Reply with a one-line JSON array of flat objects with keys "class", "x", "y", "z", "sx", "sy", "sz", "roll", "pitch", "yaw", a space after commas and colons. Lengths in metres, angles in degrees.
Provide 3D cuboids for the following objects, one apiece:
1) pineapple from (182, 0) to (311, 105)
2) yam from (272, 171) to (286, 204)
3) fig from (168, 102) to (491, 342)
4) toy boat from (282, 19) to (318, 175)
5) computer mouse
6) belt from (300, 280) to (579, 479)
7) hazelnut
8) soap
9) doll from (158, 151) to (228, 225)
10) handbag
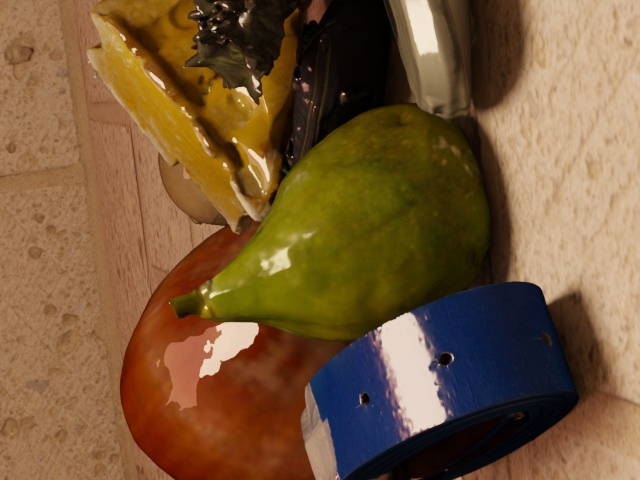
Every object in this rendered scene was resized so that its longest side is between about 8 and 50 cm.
[{"class": "pineapple", "x": -0.051, "y": -0.297, "z": 1.460, "sx": 0.202, "sy": 0.202, "sz": 0.362, "roll": 105, "pitch": 175, "yaw": -51}, {"class": "yam", "x": -0.077, "y": -0.119, "z": 1.970, "sx": 0.067, "sy": 0.071, "sz": 0.317, "roll": 96, "pitch": 156, "yaw": -47}, {"class": "fig", "x": 0.016, "y": -0.004, "z": 1.434, "sx": 0.233, "sy": 0.314, "sz": 0.233, "roll": -16, "pitch": -90, "yaw": -81}, {"class": "toy boat", "x": -0.017, "y": -0.150, "z": 1.738, "sx": 0.088, "sy": 0.089, "sz": 0.229, "roll": -46, "pitch": -43, "yaw": -86}, {"class": "computer mouse", "x": 0.095, "y": -0.276, "z": 1.355, "sx": 0.197, "sy": 0.095, "sz": 0.330, "roll": 55, "pitch": -161, "yaw": -79}, {"class": "belt", "x": 0.106, "y": 0.156, "z": 1.354, "sx": 0.347, "sy": 0.212, "sz": 0.117, "roll": 128, "pitch": 128, "yaw": -60}, {"class": "hazelnut", "x": -0.065, "y": 0.150, "z": 1.718, "sx": 0.366, "sy": 0.366, "sz": 0.365, "roll": 171, "pitch": 90, "yaw": -71}, {"class": "soap", "x": -0.048, "y": -0.215, "z": 1.648, "sx": 0.304, "sy": 0.339, "sz": 0.169, "roll": 50, "pitch": 159, "yaw": 6}, {"class": "doll", "x": -0.126, "y": -0.183, "z": 1.848, "sx": 0.235, "sy": 0.174, "sz": 0.329, "roll": 164, "pitch": 110, "yaw": -68}, {"class": "handbag", "x": 0.021, "y": -0.160, "z": 1.547, "sx": 0.211, "sy": 0.089, "sz": 0.254, "roll": -60, "pitch": -17, "yaw": -51}]
